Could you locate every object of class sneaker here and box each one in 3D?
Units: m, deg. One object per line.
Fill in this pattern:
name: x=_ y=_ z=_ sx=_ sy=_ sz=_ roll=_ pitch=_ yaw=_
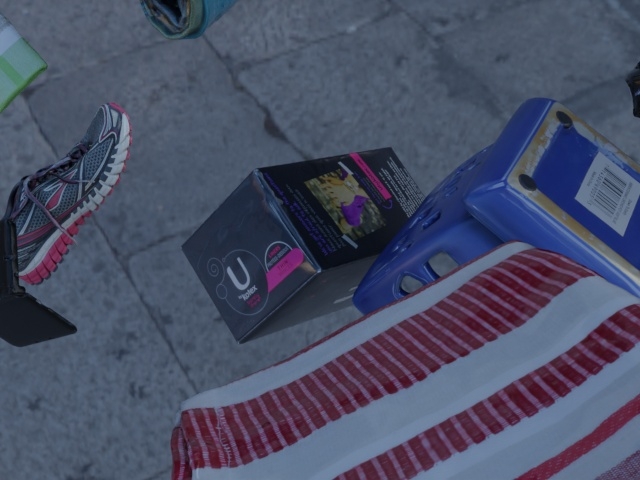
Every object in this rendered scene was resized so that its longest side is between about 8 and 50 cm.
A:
sneaker: x=-0.383 y=-0.077 z=1.440 sx=0.299 sy=0.112 sz=0.121 roll=-56 pitch=30 yaw=-1

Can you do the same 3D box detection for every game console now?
game console: x=-0.293 y=0.043 z=0.931 sx=0.071 sy=0.122 sz=0.107 roll=5 pitch=75 yaw=-45

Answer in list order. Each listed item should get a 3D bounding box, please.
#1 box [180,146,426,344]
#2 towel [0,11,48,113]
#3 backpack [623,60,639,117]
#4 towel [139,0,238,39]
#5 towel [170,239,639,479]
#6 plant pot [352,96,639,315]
box: x=0.000 y=0.000 z=1.174 sx=0.270 sy=0.165 sz=0.143 roll=-14 pitch=67 yaw=-50
towel: x=-0.308 y=-0.157 z=0.773 sx=0.113 sy=0.023 sz=0.152 roll=-44 pitch=96 yaw=6
backpack: x=0.519 y=-0.212 z=1.412 sx=0.152 sy=0.115 sz=0.182 roll=-36 pitch=24 yaw=12
towel: x=-0.090 y=-0.321 z=0.698 sx=0.040 sy=0.271 sz=0.370 roll=-11 pitch=27 yaw=18
towel: x=0.040 y=0.082 z=0.423 sx=0.237 sy=0.037 sz=0.329 roll=-27 pitch=12 yaw=-1
plant pot: x=0.209 y=0.015 z=0.948 sx=0.236 sy=0.212 sz=0.236 roll=39 pitch=43 yaw=1
